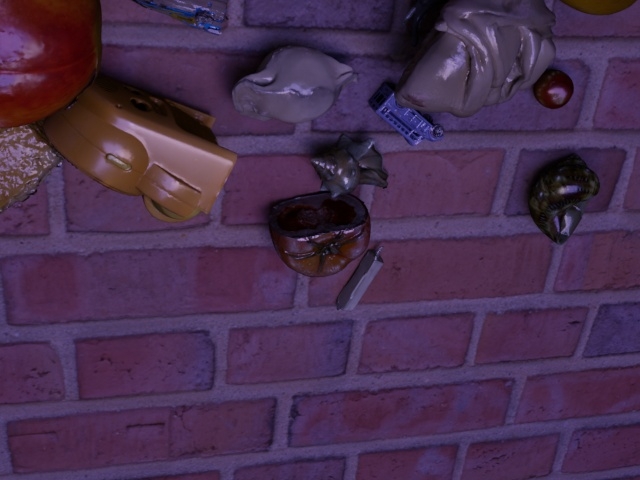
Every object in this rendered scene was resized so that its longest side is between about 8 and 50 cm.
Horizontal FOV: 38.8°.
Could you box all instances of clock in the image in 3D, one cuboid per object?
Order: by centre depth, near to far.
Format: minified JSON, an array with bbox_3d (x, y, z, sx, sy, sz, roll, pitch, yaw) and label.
[{"bbox_3d":[-0.344,-0.183,1.687,0.317,0.244,0.200,28,104,-31],"label":"clock"}]

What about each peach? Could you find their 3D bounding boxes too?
[{"bbox_3d":[-0.546,-0.349,1.467,0.370,0.370,0.370,-8,122,-13],"label":"peach"}]

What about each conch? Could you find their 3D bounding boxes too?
[{"bbox_3d":[0.058,-0.167,1.919,0.234,0.114,0.137,-25,145,-46],"label":"conch"},{"bbox_3d":[0.564,-0.102,2.105,0.181,0.124,0.187,-43,147,0],"label":"conch"}]

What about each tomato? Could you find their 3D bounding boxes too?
[{"bbox_3d":[0.000,0.000,1.953,0.214,0.180,0.155,-9,128,-8],"label":"tomato"},{"bbox_3d":[0.508,-0.327,1.977,0.087,0.075,0.087,-6,122,-10],"label":"tomato"}]

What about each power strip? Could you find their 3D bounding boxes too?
[{"bbox_3d":[0.095,0.089,2.109,0.030,0.047,0.191,20,113,-31],"label":"power strip"}]

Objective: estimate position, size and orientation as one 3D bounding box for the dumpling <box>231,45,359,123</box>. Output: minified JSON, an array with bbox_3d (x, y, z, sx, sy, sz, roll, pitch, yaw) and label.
[{"bbox_3d":[-0.055,-0.291,1.785,0.258,0.147,0.193,-10,163,-25],"label":"dumpling"}]

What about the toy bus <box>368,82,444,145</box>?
[{"bbox_3d":[0.183,-0.257,1.916,0.167,0.073,0.076,36,102,-29],"label":"toy bus"}]

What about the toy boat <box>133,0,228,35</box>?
[{"bbox_3d":[-0.266,-0.443,1.672,0.210,0.066,0.084,12,82,-14],"label":"toy boat"}]

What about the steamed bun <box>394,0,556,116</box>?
[{"bbox_3d":[0.320,-0.363,1.724,0.219,0.324,0.309,36,133,5],"label":"steamed bun"}]

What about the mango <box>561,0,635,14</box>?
[{"bbox_3d":[0.512,-0.608,1.727,0.445,0.221,0.301,39,80,-48],"label":"mango"}]

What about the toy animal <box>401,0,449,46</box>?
[{"bbox_3d":[0.220,-0.513,1.737,0.082,0.137,0.269,17,116,-29],"label":"toy animal"}]

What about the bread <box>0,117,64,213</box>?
[{"bbox_3d":[-0.605,-0.147,1.701,0.245,0.121,0.174,-36,115,10],"label":"bread"}]
